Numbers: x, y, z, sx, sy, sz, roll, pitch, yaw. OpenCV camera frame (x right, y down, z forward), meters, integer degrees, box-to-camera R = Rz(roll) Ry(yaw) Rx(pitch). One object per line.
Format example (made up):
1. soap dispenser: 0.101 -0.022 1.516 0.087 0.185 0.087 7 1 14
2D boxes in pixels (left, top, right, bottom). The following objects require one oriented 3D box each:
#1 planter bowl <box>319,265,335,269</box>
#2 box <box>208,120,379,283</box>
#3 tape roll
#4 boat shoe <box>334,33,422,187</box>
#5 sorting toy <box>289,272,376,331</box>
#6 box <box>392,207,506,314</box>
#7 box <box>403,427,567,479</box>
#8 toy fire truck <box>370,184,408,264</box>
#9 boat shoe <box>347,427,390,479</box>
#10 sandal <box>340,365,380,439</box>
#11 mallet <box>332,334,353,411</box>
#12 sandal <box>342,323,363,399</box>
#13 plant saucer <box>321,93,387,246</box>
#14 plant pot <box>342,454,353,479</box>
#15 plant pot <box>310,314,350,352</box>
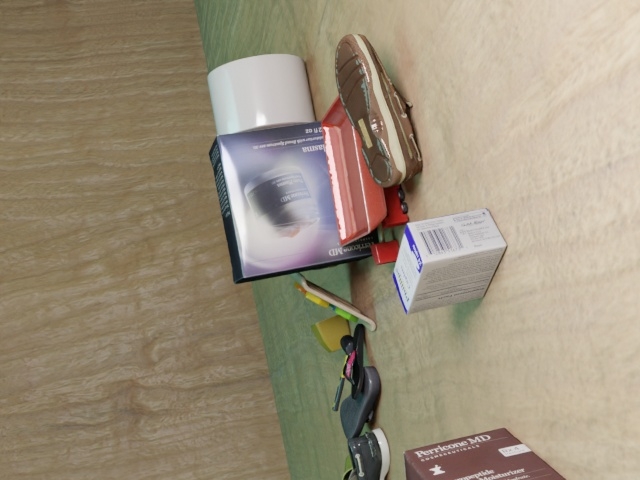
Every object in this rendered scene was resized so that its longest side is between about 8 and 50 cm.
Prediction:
1. planter bowl: 0.000 0.000 1.877 0.109 0.162 0.162 25 128 43
2. box: -0.055 -0.082 1.696 0.183 0.296 0.294 157 102 -76
3. tape roll: -0.143 -0.336 1.992 0.246 0.246 0.169 150 109 -76
4. boat shoe: 0.101 -0.219 1.350 0.095 0.095 0.257 -10 96 57
5. sorting toy: 0.015 0.133 1.844 0.038 0.208 0.193 -57 17 -1
6. box: 0.178 0.030 1.152 0.137 0.126 0.072 99 156 -53
7. box: 0.229 0.384 1.102 0.203 0.169 0.167 -144 45 -71
8. toy fire truck: 0.118 -0.060 1.516 0.135 0.047 0.192 127 132 -73
9. boat shoe: 0.106 0.573 1.940 0.114 0.091 0.302 -122 26 -59
10. sandal: 0.103 0.392 1.918 0.254 0.055 0.097 112 151 -47
11. mallet: 0.058 0.326 1.969 0.062 0.039 0.189 -161 81 -75
12. sandal: 0.073 0.277 1.866 0.067 0.040 0.179 126 150 -62
13. plant saucer: 0.062 -0.129 1.500 0.258 0.048 0.259 147 115 -79
14. plant pot: 0.092 0.581 2.062 0.079 0.083 0.083 -101 6 -66
15. plant pot: 0.032 0.235 2.046 0.081 0.081 0.083 141 109 -75
